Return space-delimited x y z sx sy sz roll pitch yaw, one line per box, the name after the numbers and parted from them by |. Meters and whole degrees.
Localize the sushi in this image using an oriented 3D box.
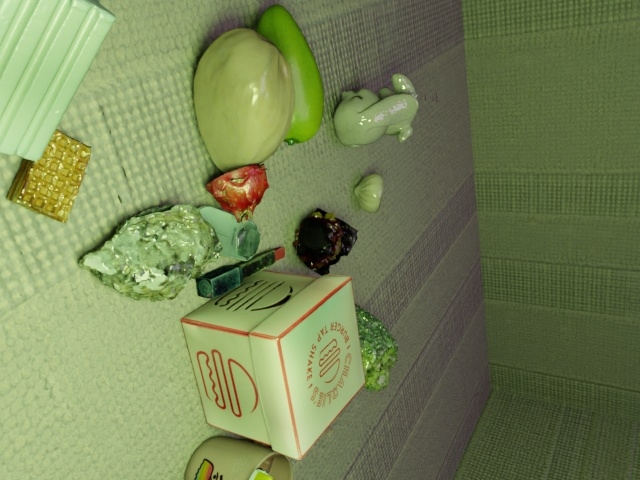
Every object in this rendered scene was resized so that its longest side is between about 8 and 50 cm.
0.000 0.000 1.588 0.172 0.153 0.150 -60 165 -3 | sushi

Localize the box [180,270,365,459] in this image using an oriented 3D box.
-0.103 0.270 1.323 0.314 0.299 0.313 -34 122 -50 | box

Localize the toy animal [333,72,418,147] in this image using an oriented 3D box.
0.163 -0.389 1.735 0.264 0.271 0.206 -21 87 -41 | toy animal

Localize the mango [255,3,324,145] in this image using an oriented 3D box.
-0.083 -0.418 1.395 0.192 0.155 0.343 -33 119 -54 | mango

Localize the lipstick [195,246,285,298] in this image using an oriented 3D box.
-0.189 0.073 1.396 0.312 0.051 0.051 -26 114 -56 | lipstick

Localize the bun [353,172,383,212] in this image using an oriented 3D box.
0.160 -0.166 1.874 0.138 0.094 0.138 -171 -90 -85 | bun

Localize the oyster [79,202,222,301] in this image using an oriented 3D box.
-0.327 0.033 1.107 0.267 0.112 0.199 -41 122 -33 | oyster

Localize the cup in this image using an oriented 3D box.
-0.205 0.603 1.298 0.191 0.200 0.253 25 72 -56 | cup

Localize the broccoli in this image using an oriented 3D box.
0.079 0.322 1.663 0.338 0.277 0.318 -30 139 -43 | broccoli

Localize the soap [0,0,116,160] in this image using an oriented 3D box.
-0.440 -0.260 0.800 0.265 0.087 0.159 -53 152 16 | soap

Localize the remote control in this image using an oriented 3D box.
-0.232 -0.016 1.311 0.247 0.052 0.104 23 76 -57 | remote control

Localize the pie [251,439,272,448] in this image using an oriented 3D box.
-0.126 0.530 1.522 0.205 0.084 0.179 35 65 -57 | pie

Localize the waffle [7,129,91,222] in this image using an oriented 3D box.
-0.462 -0.115 0.945 0.102 0.042 0.148 35 65 -55 | waffle

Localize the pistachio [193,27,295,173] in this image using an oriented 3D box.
-0.172 -0.304 1.243 0.225 0.208 0.332 -2 116 -15 | pistachio

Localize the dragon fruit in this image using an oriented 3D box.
-0.174 -0.103 1.273 0.153 0.153 0.111 -23 90 -54 | dragon fruit

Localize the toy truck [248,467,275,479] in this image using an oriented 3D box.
-0.111 0.548 1.181 0.076 0.076 0.111 -59 139 -34 | toy truck
